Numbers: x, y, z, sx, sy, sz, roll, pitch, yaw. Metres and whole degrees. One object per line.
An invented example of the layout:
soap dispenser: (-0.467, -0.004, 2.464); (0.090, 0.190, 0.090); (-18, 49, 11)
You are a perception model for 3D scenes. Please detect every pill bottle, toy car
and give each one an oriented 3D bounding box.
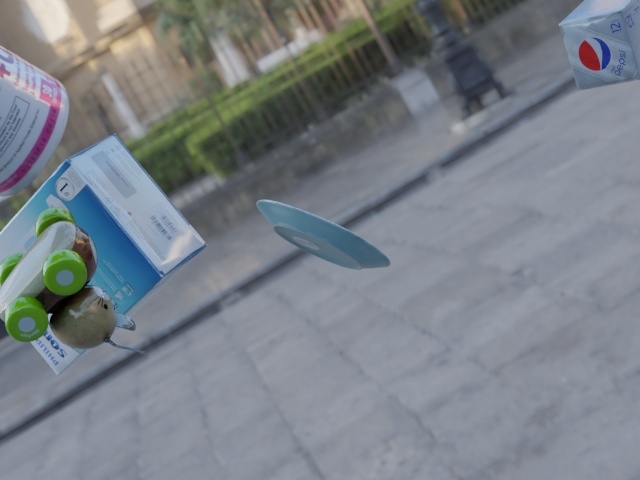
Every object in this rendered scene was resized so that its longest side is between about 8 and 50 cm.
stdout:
pill bottle: (-0.446, -0.179, 1.656); (0.160, 0.283, 0.160); (-28, 47, 35)
toy car: (-0.291, 0.076, 1.786); (0.149, 0.188, 0.155); (-49, 27, 10)

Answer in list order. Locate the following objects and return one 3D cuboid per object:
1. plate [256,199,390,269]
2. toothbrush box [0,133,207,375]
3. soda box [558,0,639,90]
plate: (0.000, 0.000, 1.830); (0.024, 0.188, 0.188); (-66, 15, -10)
toothbrush box: (-0.343, 0.025, 2.103); (0.295, 0.216, 0.126); (-42, -3, 35)
soda box: (0.418, -0.299, 1.906); (0.091, 0.098, 0.286); (-7, 23, 36)
